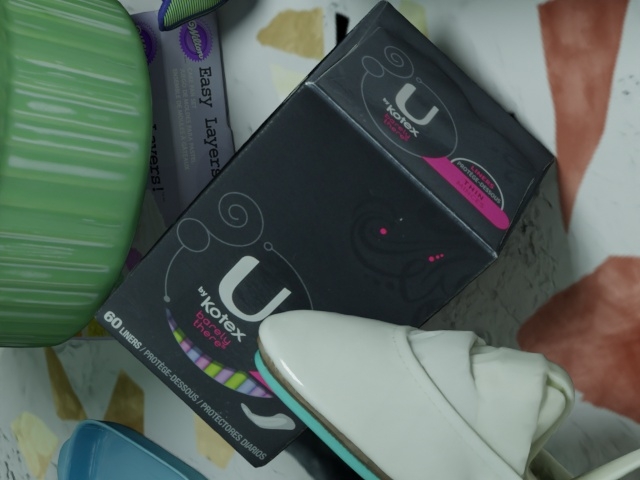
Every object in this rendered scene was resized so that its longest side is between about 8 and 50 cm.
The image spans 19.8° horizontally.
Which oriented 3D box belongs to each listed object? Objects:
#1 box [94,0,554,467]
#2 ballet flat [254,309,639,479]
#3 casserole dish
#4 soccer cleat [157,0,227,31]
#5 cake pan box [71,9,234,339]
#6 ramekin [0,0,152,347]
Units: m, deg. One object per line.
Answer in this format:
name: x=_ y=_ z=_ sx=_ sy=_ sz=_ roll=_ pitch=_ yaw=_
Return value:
box: x=0.000 y=0.000 z=1.240 sx=0.165 sy=0.143 sz=0.270 roll=42 pitch=127 yaw=-3
ballet flat: x=0.142 y=0.150 z=1.130 sx=0.400 sy=0.139 sz=0.139 roll=42 pitch=128 yaw=-5
casserole dish: x=-0.144 y=0.218 z=1.514 sx=0.188 sy=0.037 sz=0.114 roll=28 pitch=116 yaw=36
soccer cleat: x=-0.170 y=-0.277 z=1.347 sx=0.121 sy=0.093 sz=0.289 roll=-43 pitch=84 yaw=-7
cake pan box: x=-0.175 y=-0.053 z=1.470 sx=0.246 sy=0.070 sz=0.267 roll=-1 pitch=96 yaw=40
ramekin: x=-0.243 y=-0.063 z=1.330 sx=0.303 sy=0.148 sz=0.303 roll=-20 pitch=66 yaw=56
